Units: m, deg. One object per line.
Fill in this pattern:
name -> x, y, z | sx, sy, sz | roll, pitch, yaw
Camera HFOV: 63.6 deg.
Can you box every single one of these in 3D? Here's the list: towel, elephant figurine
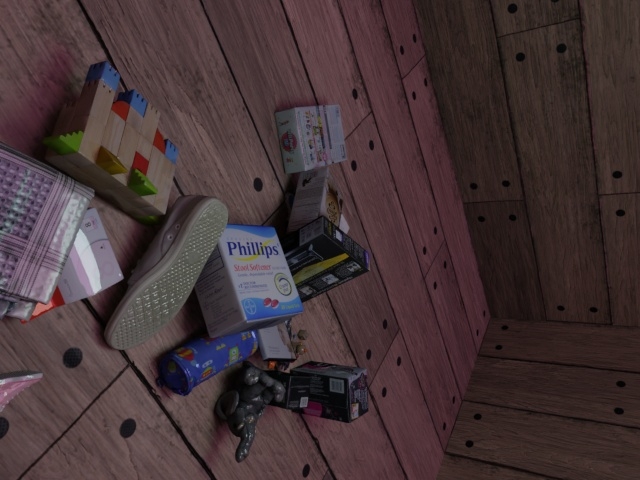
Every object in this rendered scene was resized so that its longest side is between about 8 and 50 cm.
towel -> -0.641, -0.024, 1.007 | 0.312, 0.056, 0.324 | 34, 70, -45
elephant figurine -> -0.228, 0.504, 1.547 | 0.239, 0.169, 0.186 | -58, 172, -12

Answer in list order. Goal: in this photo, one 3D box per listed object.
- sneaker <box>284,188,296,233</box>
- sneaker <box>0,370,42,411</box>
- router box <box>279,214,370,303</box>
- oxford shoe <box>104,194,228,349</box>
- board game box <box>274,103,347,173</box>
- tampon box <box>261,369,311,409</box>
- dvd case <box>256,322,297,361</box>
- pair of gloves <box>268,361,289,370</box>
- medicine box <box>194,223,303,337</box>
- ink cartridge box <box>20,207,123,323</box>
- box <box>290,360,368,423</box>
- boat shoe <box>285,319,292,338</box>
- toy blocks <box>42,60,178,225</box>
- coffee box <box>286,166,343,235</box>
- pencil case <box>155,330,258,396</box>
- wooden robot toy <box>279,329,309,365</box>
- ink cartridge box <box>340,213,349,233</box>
sneaker -> -0.080, -0.088, 1.869 | 0.083, 0.071, 0.191 | 5, 85, -61
sneaker -> -0.639, 0.310, 1.054 | 0.134, 0.051, 0.070 | -2, 92, -52
router box -> -0.032, 0.073, 1.683 | 0.243, 0.308, 0.081 | 38, 36, -37
oxford shoe -> -0.402, 0.071, 1.323 | 0.449, 0.130, 0.169 | -59, 151, -10
board game box -> -0.027, -0.384, 1.930 | 0.303, 0.097, 0.224 | -24, 108, -55
tampon box -> -0.132, 0.485, 1.687 | 0.120, 0.161, 0.102 | 21, 73, -53
dvd case -> -0.162, 0.266, 1.658 | 0.180, 0.022, 0.253 | 24, 41, -60
pair of gloves -> -0.140, 0.409, 1.780 | 0.083, 0.010, 0.074 | 14, 85, -25
medicine box -> -0.221, 0.111, 1.500 | 0.263, 0.149, 0.289 | 1, 64, -56
ink cartridge box -> -0.576, 0.051, 1.152 | 0.232, 0.066, 0.189 | -40, 121, -53
box -> 0.033, 0.533, 1.849 | 0.142, 0.247, 0.164 | -4, 92, -57
boat shoe -> -0.128, 0.280, 1.798 | 0.083, 0.065, 0.183 | 57, 42, -56
toy blocks -> -0.470, -0.235, 1.230 | 0.381, 0.190, 0.261 | 48, 41, -57
coffee box -> -0.012, -0.088, 1.798 | 0.168, 0.118, 0.297 | 59, 30, -44
pencil case -> -0.311, 0.330, 1.467 | 0.306, 0.119, 0.133 | -23, 114, -54
wooden robot toy -> -0.076, 0.391, 1.845 | 0.173, 0.079, 0.076 | -42, 122, -48
ink cartridge box -> 0.000, 0.000, 1.908 | 0.086, 0.148, 0.203 | 59, 45, -37
